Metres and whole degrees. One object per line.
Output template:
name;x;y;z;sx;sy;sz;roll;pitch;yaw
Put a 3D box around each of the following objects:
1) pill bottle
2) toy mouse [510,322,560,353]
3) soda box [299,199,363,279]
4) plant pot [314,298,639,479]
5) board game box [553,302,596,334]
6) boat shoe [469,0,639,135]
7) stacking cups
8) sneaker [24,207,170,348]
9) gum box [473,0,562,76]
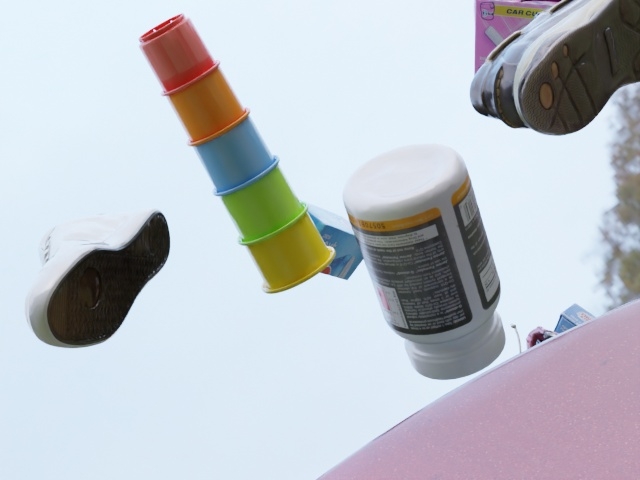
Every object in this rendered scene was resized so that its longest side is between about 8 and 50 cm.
pill bottle;0.140;0.030;1.700;0.162;0.162;0.278;-23;-62;-6
toy mouse;0.183;0.121;1.125;0.031;0.143;0.161;12;-55;-10
soda box;0.000;0.000;1.824;0.071;0.067;0.210;-54;-21;7
plant pot;0.197;0.183;0.713;0.236;0.267;0.267;-42;-66;-10
board game box;0.295;0.195;1.452;0.039;0.160;0.211;-29;-33;-44
boat shoe;0.290;-0.223;1.461;0.355;0.130;0.132;-30;-63;-40
stacking cups;-0.097;-0.097;1.465;0.096;0.096;0.316;-29;-77;2
sneaker;-0.268;0.043;1.449;0.123;0.290;0.106;-1;-74;16
gum box;0.282;-0.253;1.690;0.062;0.188;0.107;-34;-52;-51
